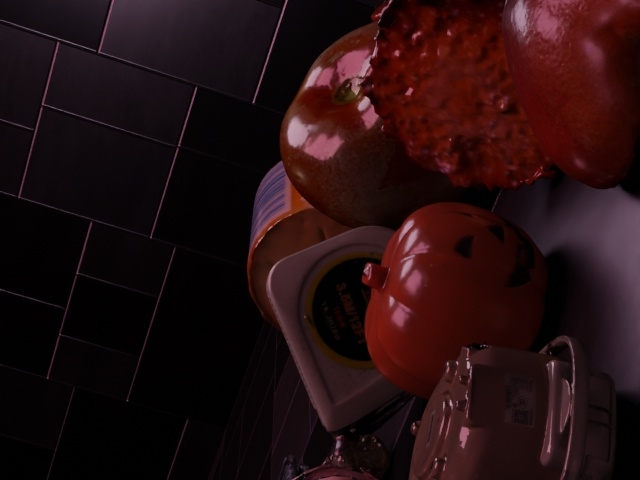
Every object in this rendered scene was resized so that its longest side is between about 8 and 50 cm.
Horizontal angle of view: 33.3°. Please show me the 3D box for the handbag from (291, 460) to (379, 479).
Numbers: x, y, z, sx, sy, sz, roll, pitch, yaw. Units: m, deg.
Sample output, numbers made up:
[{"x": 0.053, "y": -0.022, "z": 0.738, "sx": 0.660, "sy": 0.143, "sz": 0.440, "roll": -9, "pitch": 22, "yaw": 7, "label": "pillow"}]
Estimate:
[{"x": 0.004, "y": 0.343, "z": 1.099, "sx": 0.205, "sy": 0.179, "sz": 0.116, "roll": -43, "pitch": 4, "yaw": 1, "label": "handbag"}]

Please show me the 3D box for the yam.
[{"x": 0.028, "y": 0.314, "z": 1.370, "sx": 0.078, "sy": 0.078, "sz": 0.179, "roll": -80, "pitch": 11, "yaw": -45, "label": "yam"}]

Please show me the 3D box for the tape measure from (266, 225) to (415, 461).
[{"x": 0.059, "y": 0.108, "z": 1.244, "sx": 0.115, "sy": 0.207, "sz": 0.235, "roll": 113, "pitch": 134, "yaw": -80, "label": "tape measure"}]

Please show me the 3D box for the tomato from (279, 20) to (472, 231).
[{"x": 0.092, "y": -0.130, "z": 1.320, "sx": 0.270, "sy": 0.222, "sz": 0.270, "roll": -26, "pitch": 43, "yaw": 27, "label": "tomato"}]

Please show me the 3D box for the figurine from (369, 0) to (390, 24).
[{"x": 0.140, "y": -0.254, "z": 1.488, "sx": 0.173, "sy": 0.173, "sz": 0.173, "roll": -163, "pitch": 90, "yaw": -82, "label": "figurine"}]

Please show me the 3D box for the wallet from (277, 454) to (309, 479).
[{"x": -0.041, "y": 0.492, "z": 1.494, "sx": 0.342, "sy": 0.075, "sz": 0.237, "roll": -100, "pitch": 22, "yaw": -69, "label": "wallet"}]

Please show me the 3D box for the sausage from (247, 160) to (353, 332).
[{"x": 0.000, "y": 0.000, "z": 1.696, "sx": 0.287, "sy": 0.233, "sz": 0.233, "roll": -92, "pitch": 21, "yaw": -69, "label": "sausage"}]

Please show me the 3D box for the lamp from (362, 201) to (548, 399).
[{"x": 0.116, "y": 0.055, "z": 0.993, "sx": 0.187, "sy": 0.164, "sz": 0.187, "roll": -160, "pitch": 90, "yaw": -82, "label": "lamp"}]

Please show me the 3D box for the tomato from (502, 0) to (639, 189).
[{"x": 0.214, "y": -0.169, "z": 0.854, "sx": 0.200, "sy": 0.139, "sz": 0.233, "roll": -62, "pitch": -7, "yaw": -76, "label": "tomato"}]

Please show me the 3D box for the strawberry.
[{"x": 0.167, "y": -0.181, "z": 1.072, "sx": 0.178, "sy": 0.234, "sz": 0.234, "roll": -51, "pitch": -10, "yaw": -46, "label": "strawberry"}]

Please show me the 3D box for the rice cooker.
[{"x": 0.135, "y": 0.154, "z": 0.782, "sx": 0.206, "sy": 0.127, "sz": 0.145, "roll": 104, "pitch": 178, "yaw": -57, "label": "rice cooker"}]
